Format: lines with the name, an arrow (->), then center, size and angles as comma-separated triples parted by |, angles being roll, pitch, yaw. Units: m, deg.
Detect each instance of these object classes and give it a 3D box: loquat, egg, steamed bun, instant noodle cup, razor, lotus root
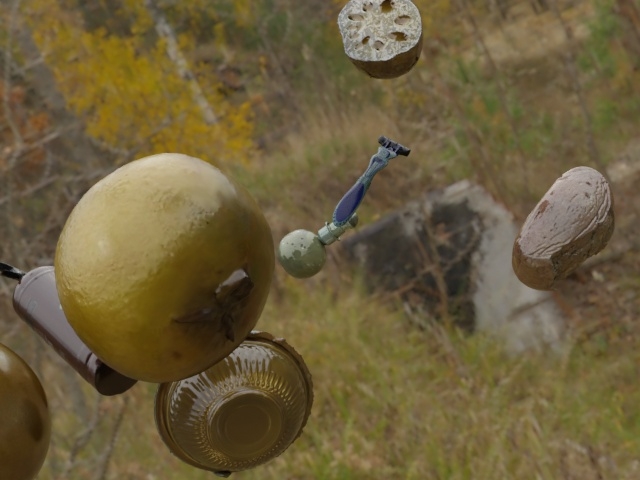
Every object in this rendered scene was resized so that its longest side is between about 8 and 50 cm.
loquat -> -0.237, 0.031, 1.723 | 0.359, 0.328, 0.328 | 24, 44, 37
egg -> -0.545, 0.270, 1.746 | 0.283, 0.282, 0.351 | -26, -20, 6
steamed bun -> 0.342, -0.013, 1.665 | 0.175, 0.106, 0.145 | -48, -15, -14
instant noodle cup -> -0.130, 0.285, 1.947 | 0.274, 0.274, 0.091 | -28, 26, -5
razor -> 0.057, -0.076, 1.456 | 0.154, 0.044, 0.028 | -53, -14, -32
lotus root -> 0.091, -0.283, 1.658 | 0.112, 0.122, 0.081 | -19, -28, 14

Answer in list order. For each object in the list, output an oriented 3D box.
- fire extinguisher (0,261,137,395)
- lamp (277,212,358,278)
fire extinguisher -> -0.450, 0.133, 2.093 | 0.114, 0.337, 0.135 | -56, -34, 2
lamp -> 0.000, 0.000, 2.159 | 0.163, 0.091, 0.091 | -36, 8, 13
